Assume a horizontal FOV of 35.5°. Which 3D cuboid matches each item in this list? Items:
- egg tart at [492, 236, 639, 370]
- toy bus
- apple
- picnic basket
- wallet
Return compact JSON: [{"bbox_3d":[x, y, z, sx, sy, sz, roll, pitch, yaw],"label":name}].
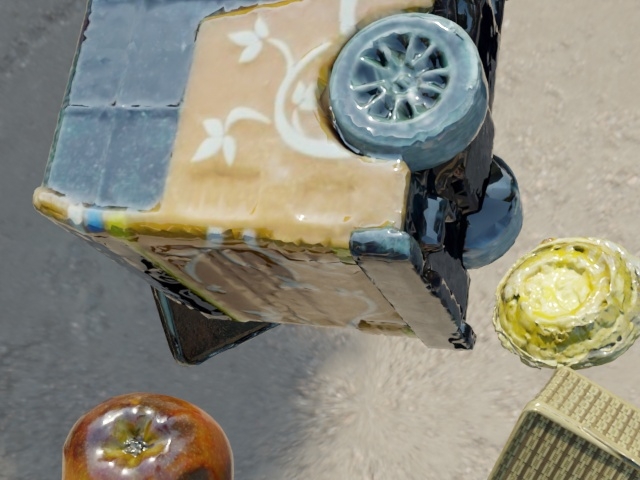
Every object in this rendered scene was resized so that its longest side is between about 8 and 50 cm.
[{"bbox_3d":[0.418,0.093,1.682,0.279,0.095,0.279,-15,47,17],"label":"egg tart"},{"bbox_3d":[0.003,-0.125,0.482,0.194,0.162,0.323,2,72,19],"label":"toy bus"},{"bbox_3d":[-0.226,0.301,1.275,0.230,0.230,0.230,0,80,3],"label":"apple"},{"bbox_3d":[0.426,0.375,1.502,0.313,0.175,0.228,31,119,18],"label":"picnic basket"},{"bbox_3d":[-0.110,0.069,1.578,0.318,0.045,0.172,-27,115,-30],"label":"wallet"}]
